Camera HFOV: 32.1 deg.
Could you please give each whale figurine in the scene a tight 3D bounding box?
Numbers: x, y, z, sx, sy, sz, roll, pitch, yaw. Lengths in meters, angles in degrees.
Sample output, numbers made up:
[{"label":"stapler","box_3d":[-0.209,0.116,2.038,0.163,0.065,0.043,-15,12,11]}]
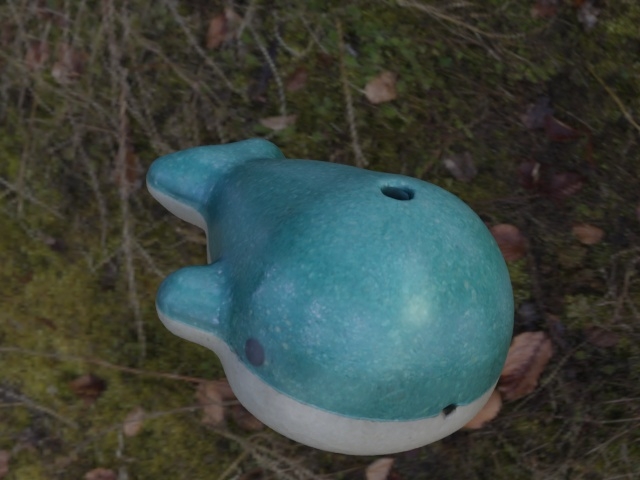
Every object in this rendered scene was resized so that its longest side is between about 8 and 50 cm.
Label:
[{"label":"whale figurine","box_3d":[0.000,0.000,0.672,0.272,0.216,0.141,48,136,38]}]
